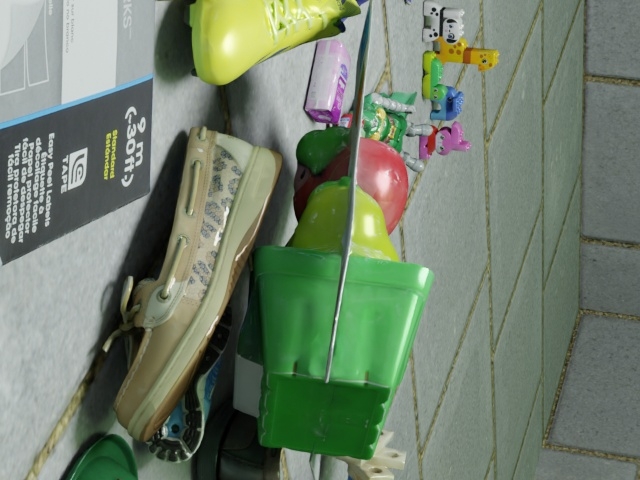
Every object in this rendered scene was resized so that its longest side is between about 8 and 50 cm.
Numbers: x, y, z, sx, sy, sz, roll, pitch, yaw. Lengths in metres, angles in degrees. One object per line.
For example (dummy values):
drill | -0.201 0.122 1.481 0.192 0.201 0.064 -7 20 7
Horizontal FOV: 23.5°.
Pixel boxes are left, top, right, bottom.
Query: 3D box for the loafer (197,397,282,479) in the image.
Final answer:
loafer | -0.041 0.168 1.552 0.267 0.084 0.096 -58 151 -54

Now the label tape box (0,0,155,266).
label tape box | -0.170 -0.139 0.959 0.333 0.106 0.241 -37 133 -67

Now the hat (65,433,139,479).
hat | -0.107 0.265 1.202 0.173 0.183 0.208 75 28 -51

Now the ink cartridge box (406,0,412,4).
ink cartridge box | 0.143 -0.511 1.903 0.324 0.071 0.330 60 39 -64

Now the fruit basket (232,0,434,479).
fruit basket | 0.006 0.007 1.411 0.327 0.165 0.353 99 -8 -63

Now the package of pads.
package of pads | 0.009 -0.172 1.664 0.050 0.032 0.083 42 57 -67

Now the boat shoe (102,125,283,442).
boat shoe | -0.117 0.033 1.273 0.104 0.089 0.285 119 -6 -57

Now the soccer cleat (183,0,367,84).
soccer cleat | -0.032 -0.207 1.357 0.289 0.121 0.093 -50 143 -61

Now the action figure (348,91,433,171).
action figure | 0.081 -0.131 1.879 0.232 0.063 0.137 11 90 -70

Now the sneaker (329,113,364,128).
sneaker | 0.021 -0.103 1.714 0.118 0.042 0.067 -59 156 -69

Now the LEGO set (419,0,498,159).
LEGO set | 0.196 -0.230 2.150 0.087 0.093 0.227 -52 145 -60

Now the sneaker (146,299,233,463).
sneaker | -0.119 0.114 1.349 0.073 0.063 0.162 103 2 -80

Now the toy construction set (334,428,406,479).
toy construction set | 0.052 0.388 1.840 0.215 0.151 0.328 -11 101 -47
